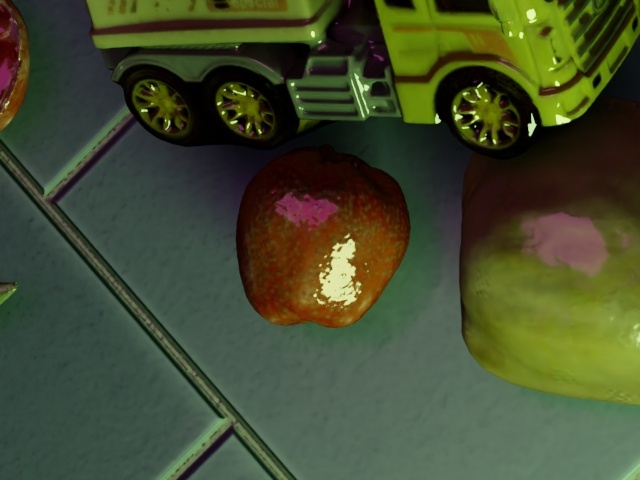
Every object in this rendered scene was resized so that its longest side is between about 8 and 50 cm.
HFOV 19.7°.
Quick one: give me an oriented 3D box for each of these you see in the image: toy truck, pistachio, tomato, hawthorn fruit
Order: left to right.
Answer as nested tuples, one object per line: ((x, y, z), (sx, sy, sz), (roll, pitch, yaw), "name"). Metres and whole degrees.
((-0.300, -0.140, 1.534), (0.156, 0.069, 0.155), (-5, 75, 18), "tomato")
((0.000, 0.000, 1.387), (0.133, 0.133, 0.138), (18, 102, 20), "hawthorn fruit")
((0.011, -0.194, 1.308), (0.405, 0.254, 0.180), (5, 41, 32), "toy truck")
((0.222, 0.010, 1.294), (0.261, 0.163, 0.212), (9, 104, 15), "pistachio")

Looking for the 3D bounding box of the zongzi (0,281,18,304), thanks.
((-0.325, 0.014, 1.513), (0.130, 0.062, 0.154), (-37, 70, 19), "zongzi")
